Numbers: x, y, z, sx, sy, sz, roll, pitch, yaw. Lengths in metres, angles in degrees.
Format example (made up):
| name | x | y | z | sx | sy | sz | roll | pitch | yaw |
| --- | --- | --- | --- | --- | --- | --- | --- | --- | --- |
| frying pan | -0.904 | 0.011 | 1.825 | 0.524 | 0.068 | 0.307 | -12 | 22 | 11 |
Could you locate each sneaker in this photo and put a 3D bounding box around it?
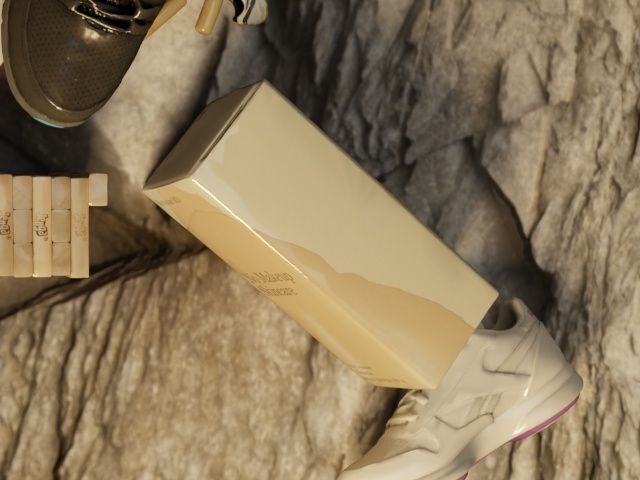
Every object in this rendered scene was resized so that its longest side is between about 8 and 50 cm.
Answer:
| name | x | y | z | sx | sy | sz | roll | pitch | yaw |
| --- | --- | --- | --- | --- | --- | --- | --- | --- | --- |
| sneaker | 0.118 | 0.162 | 1.458 | 0.305 | 0.114 | 0.152 | -28 | 91 | -32 |
| sneaker | -0.172 | -0.253 | 1.243 | 0.125 | 0.140 | 0.340 | 18 | 97 | -29 |
| sneaker | -0.077 | -0.251 | 1.425 | 0.037 | 0.032 | 0.083 | -14 | 92 | -25 |

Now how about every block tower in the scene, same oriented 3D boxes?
| name | x | y | z | sx | sy | sz | roll | pitch | yaw |
| --- | --- | --- | --- | --- | --- | --- | --- | --- | --- |
| block tower | -0.354 | -0.015 | 1.243 | 0.336 | 0.091 | 0.097 | -1 | 94 | -25 |

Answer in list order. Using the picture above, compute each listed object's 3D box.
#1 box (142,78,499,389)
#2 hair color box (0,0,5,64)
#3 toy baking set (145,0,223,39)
| name | x | y | z | sx | sy | sz | roll | pitch | yaw |
| --- | --- | --- | --- | --- | --- | --- | --- | --- | --- |
| box | 0.000 | 0.000 | 1.383 | 0.311 | 0.148 | 0.121 | 41 | 72 | -16 |
| hair color box | -0.330 | -0.169 | 1.289 | 0.093 | 0.053 | 0.167 | 37 | 71 | -18 |
| toy baking set | -0.137 | -0.314 | 1.336 | 0.197 | 0.030 | 0.256 | 27 | 85 | -33 |
